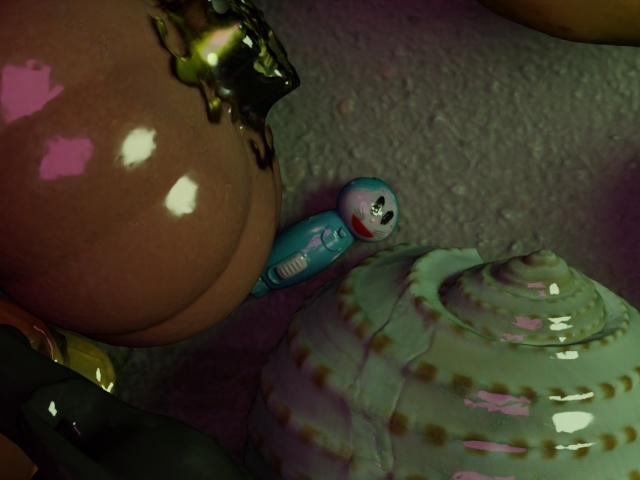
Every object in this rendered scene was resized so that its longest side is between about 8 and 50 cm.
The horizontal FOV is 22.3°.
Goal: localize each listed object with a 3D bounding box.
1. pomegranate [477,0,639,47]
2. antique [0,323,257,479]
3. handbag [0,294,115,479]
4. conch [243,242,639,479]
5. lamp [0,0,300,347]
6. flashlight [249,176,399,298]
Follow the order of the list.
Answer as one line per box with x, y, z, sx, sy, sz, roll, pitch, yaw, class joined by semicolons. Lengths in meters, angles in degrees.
0.225;-0.319;1.048;0.410;0.410;0.410;0;87;7;pomegranate
-0.110;0.221;1.023;0.255;0.322;0.185;15;56;42;antique
-0.339;0.210;1.186;0.283;0.133;0.400;19;90;12;handbag
0.077;0.150;1.101;0.303;0.215;0.319;20;89;17;conch
-0.136;-0.080;1.084;0.240;0.305;0.305;-35;84;11;lamp
0.000;0.000;1.197;0.129;0.051;0.051;-33;84;10;flashlight
